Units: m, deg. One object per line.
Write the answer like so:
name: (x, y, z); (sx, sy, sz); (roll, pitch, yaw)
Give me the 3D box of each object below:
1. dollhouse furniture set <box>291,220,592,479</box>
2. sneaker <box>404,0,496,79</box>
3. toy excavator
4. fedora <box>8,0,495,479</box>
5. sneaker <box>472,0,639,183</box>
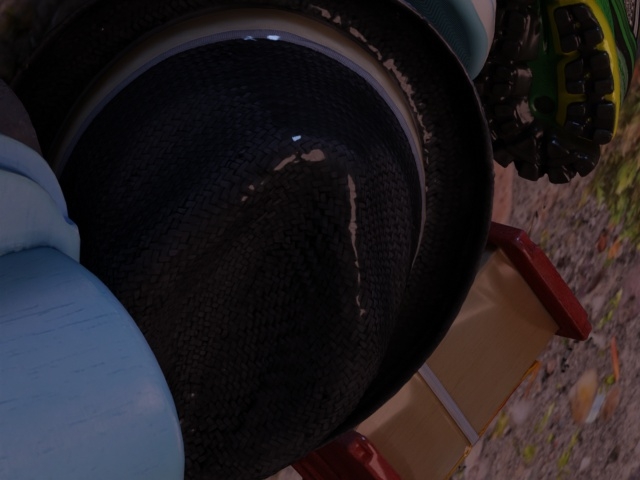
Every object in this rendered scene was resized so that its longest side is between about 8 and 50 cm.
dollhouse furniture set: (0.000, 0.000, 1.190); (0.201, 0.152, 0.374); (-49, 123, -18)
sneaker: (0.077, -0.252, 1.129); (0.208, 0.127, 0.319); (-63, 157, -21)
toy excavator: (-0.147, 0.174, 0.836); (0.222, 0.445, 0.432); (-18, 123, -42)
fedora: (-0.045, 0.019, 0.983); (0.334, 0.152, 0.334); (-3, 119, -6)
sneaker: (0.160, -0.223, 1.261); (0.146, 0.134, 0.343); (-53, 145, -57)
